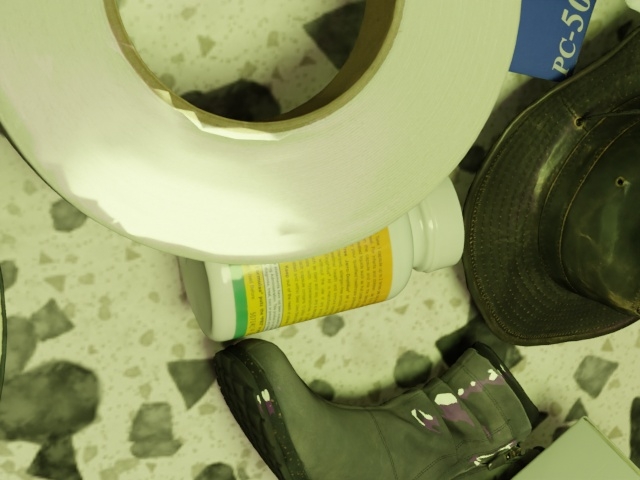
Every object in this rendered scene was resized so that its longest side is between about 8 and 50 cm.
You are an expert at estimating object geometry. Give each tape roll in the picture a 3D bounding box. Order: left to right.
[{"bbox_3d":[-0.052,-0.177,0.880,0.391,0.072,0.392,-2,96,-18],"label":"tape roll"}]

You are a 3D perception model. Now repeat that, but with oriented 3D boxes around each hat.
[{"bbox_3d":[0.288,-0.016,1.091,0.331,0.134,0.331,-17,126,-24],"label":"hat"}]

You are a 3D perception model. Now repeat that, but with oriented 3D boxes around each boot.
[{"bbox_3d":[0.061,0.151,1.114,0.222,0.118,0.338,-36,132,-8],"label":"boot"}]

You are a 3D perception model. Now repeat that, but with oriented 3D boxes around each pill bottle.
[{"bbox_3d":[0.000,0.000,1.010,0.208,0.117,0.118,-14,116,-16],"label":"pill bottle"}]

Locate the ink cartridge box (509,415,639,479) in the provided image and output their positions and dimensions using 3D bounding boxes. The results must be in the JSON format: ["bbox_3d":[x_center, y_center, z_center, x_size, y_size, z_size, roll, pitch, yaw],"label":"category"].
[{"bbox_3d":[0.239,0.309,1.193,0.197,0.114,0.273,-41,141,-1],"label":"ink cartridge box"}]

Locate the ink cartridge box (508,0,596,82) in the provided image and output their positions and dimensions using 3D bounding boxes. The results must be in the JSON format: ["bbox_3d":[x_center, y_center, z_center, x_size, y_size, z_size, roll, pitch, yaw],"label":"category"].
[{"bbox_3d":[0.179,-0.234,1.023,0.097,0.046,0.207,7,109,-24],"label":"ink cartridge box"}]

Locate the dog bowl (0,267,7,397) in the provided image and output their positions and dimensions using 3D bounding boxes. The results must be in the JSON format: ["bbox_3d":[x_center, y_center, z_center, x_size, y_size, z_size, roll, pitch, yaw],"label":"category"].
[{"bbox_3d":[-0.394,0.054,0.722,0.407,0.150,0.408,-1,92,-26],"label":"dog bowl"}]

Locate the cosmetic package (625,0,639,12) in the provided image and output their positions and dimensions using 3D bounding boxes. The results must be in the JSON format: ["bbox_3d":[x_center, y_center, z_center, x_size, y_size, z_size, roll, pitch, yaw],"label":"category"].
[{"bbox_3d":[0.334,-0.253,0.937,0.224,0.138,0.224,14,134,-42],"label":"cosmetic package"}]
